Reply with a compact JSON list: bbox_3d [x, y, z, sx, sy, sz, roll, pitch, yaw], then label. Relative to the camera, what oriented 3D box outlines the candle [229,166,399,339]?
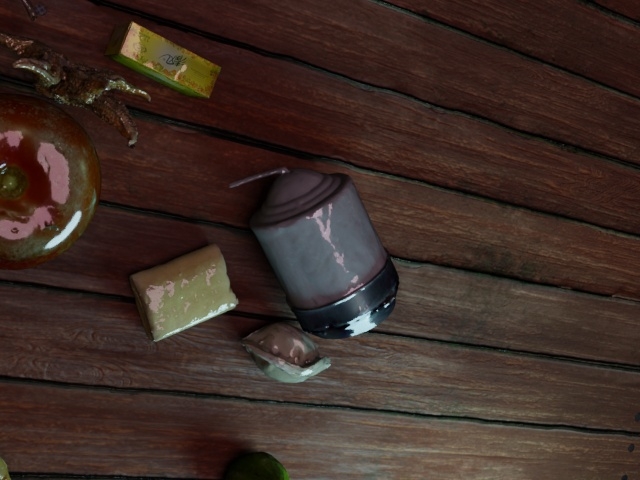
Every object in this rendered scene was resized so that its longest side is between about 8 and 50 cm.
[{"bbox_3d":[0.000,0.000,1.677,0.221,0.221,0.343,-33,112,-22],"label":"candle"}]

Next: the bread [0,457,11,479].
[{"bbox_3d":[-0.624,0.420,1.448,0.236,0.106,0.140,-17,108,-26],"label":"bread"}]

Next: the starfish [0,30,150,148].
[{"bbox_3d":[-0.370,-0.234,1.394,0.301,0.293,0.084,25,98,-32],"label":"starfish"}]

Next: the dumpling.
[{"bbox_3d":[-0.058,0.221,1.728,0.199,0.136,0.118,9,97,-46],"label":"dumpling"}]

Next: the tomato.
[{"bbox_3d":[-0.479,-0.092,1.386,0.270,0.222,0.270,-3,99,-18],"label":"tomato"}]

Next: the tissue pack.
[{"bbox_3d":[-0.273,-0.308,1.545,0.176,0.095,0.062,22,87,-31],"label":"tissue pack"}]

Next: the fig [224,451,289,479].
[{"bbox_3d":[-0.111,0.474,1.723,0.123,0.156,0.123,-1,92,-31],"label":"fig"}]

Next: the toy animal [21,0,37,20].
[{"bbox_3d":[-0.513,-0.455,1.352,0.260,0.087,0.243,37,40,-35],"label":"toy animal"}]

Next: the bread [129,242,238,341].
[{"bbox_3d":[-0.249,0.097,1.640,0.178,0.060,0.140,-24,109,-25],"label":"bread"}]
